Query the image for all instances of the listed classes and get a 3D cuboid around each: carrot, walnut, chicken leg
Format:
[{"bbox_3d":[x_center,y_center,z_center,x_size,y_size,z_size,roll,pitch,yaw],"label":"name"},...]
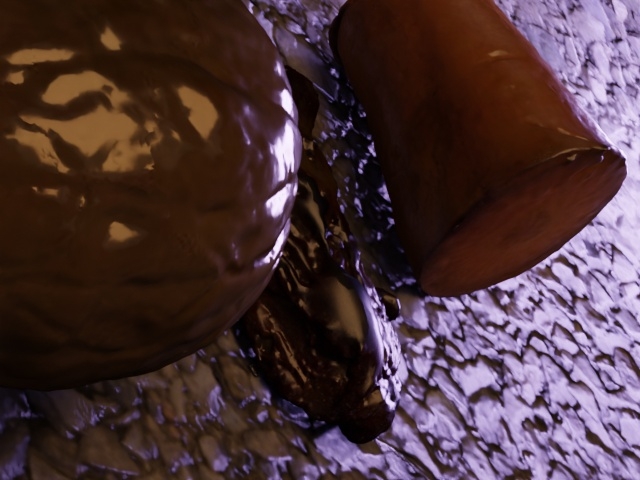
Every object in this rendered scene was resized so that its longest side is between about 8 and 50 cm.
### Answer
[{"bbox_3d":[0.108,-0.106,1.410,0.196,0.196,0.254,5,48,-48],"label":"carrot"},{"bbox_3d":[-0.161,-0.048,0.958,0.313,0.252,0.277,1,57,-38],"label":"walnut"},{"bbox_3d":[-0.008,-0.004,1.267,0.177,0.083,0.322,9,53,-57],"label":"chicken leg"}]
